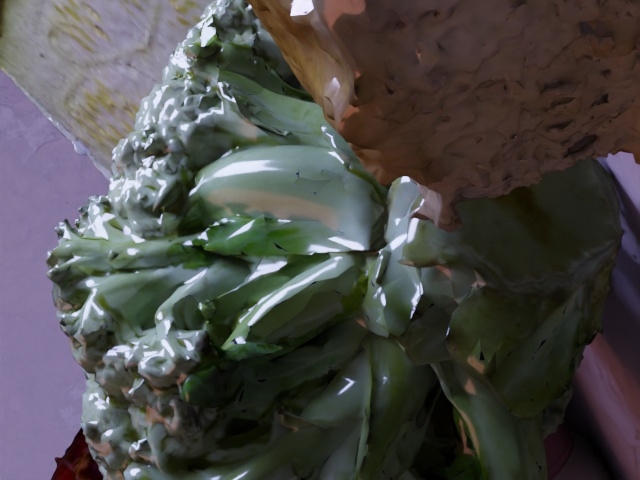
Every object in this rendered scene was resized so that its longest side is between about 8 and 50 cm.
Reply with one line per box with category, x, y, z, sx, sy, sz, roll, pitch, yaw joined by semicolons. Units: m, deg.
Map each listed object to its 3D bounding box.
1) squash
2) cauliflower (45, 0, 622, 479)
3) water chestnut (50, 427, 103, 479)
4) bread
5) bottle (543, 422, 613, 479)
squash;-0.113;-0.132;1.300;0.233;0.210;0.309;48;-178;-5
cauliflower;0.023;0.030;0.785;0.275;0.272;0.250;47;147;-12
water chestnut;-0.031;0.232;1.263;0.350;0.350;0.302;180;101;-85
bread;0.011;-0.119;0.469;0.245;0.121;0.174;54;-178;23
bottle;0.126;0.178;1.099;0.253;0.120;0.120;62;176;-19
